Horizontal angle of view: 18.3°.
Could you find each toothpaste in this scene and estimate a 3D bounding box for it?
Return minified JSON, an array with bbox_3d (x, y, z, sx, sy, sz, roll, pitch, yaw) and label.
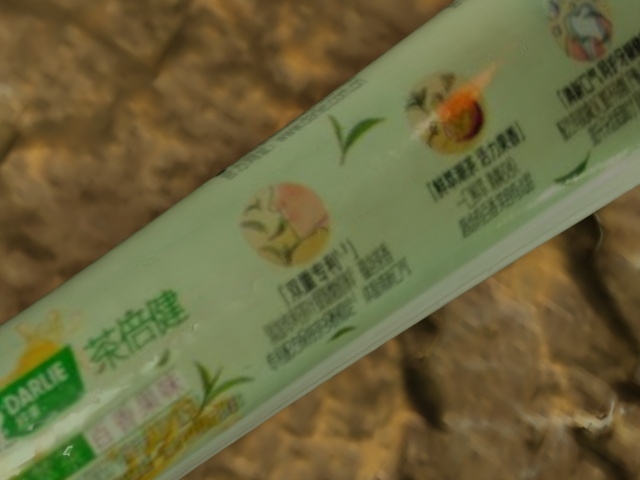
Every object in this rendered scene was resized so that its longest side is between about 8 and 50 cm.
[{"bbox_3d":[0.000,0.000,0.481,0.314,0.058,0.056,-34,51,-21],"label":"toothpaste"}]
